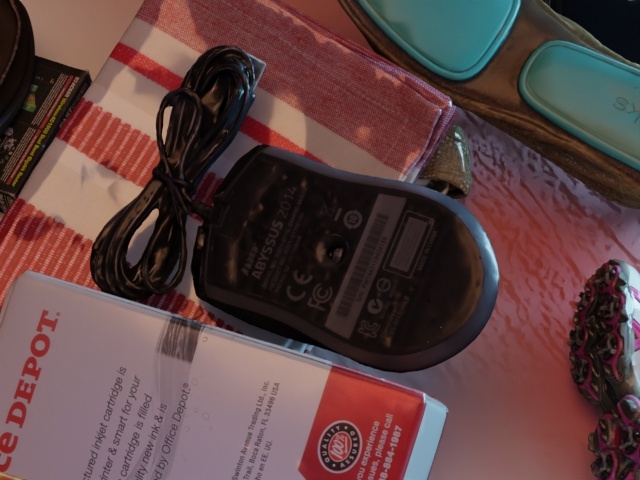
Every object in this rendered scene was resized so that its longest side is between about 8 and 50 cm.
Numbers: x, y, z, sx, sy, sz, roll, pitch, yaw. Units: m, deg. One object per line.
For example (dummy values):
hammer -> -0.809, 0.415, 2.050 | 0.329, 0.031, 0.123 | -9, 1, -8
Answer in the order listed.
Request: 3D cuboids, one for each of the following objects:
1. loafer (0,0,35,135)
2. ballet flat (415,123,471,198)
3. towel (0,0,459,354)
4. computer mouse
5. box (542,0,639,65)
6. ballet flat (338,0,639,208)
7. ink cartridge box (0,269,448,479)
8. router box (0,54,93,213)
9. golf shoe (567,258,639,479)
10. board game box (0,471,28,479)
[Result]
loafer -> -0.264, -0.103, 1.361 | 0.080, 0.078, 0.220 | 7, 60, 10
ballet flat -> 0.014, -0.026, 1.349 | 0.206, 0.073, 0.067 | -21, 74, -4
towel -> -0.087, -0.014, 1.298 | 0.237, 0.037, 0.329 | 30, 82, 13
computer mouse -> 0.000, 0.000, 1.235 | 0.272, 0.072, 0.188 | 25, 84, 25
box -> 0.225, -0.329, 1.380 | 0.182, 0.296, 0.294 | -11, 59, -2
ballet flat -> 0.133, -0.124, 1.354 | 0.342, 0.124, 0.116 | 32, 73, 7
ink cartridge box -> -0.082, 0.152, 1.185 | 0.272, 0.114, 0.197 | 17, 85, 13
router box -> -0.236, -0.084, 1.418 | 0.092, 0.038, 0.122 | 19, 62, 16
golf shoe -> 0.218, 0.098, 1.269 | 0.086, 0.067, 0.186 | 14, 50, -24
board game box -> -0.158, 0.354, 0.962 | 0.356, 0.356, 0.356 | 15, 61, 13
